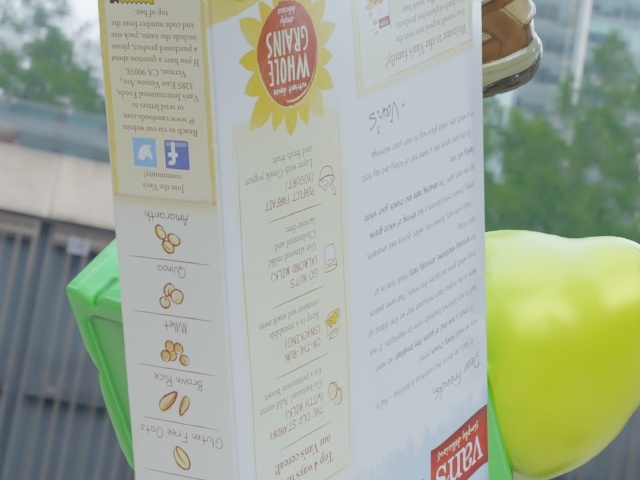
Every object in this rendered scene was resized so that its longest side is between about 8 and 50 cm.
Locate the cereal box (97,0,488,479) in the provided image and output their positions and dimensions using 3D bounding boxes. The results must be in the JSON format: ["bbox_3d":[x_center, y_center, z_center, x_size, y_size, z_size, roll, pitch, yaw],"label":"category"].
[{"bbox_3d":[0.000,0.000,0.559,0.047,0.240,0.173,7,16,30],"label":"cereal box"}]

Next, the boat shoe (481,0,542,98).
[{"bbox_3d":[0.028,-0.172,1.414,0.324,0.120,0.122,-14,32,-13],"label":"boat shoe"}]

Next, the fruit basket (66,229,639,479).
[{"bbox_3d":[0.062,0.093,1.159,0.392,0.392,0.283,17,-3,-39],"label":"fruit basket"}]
